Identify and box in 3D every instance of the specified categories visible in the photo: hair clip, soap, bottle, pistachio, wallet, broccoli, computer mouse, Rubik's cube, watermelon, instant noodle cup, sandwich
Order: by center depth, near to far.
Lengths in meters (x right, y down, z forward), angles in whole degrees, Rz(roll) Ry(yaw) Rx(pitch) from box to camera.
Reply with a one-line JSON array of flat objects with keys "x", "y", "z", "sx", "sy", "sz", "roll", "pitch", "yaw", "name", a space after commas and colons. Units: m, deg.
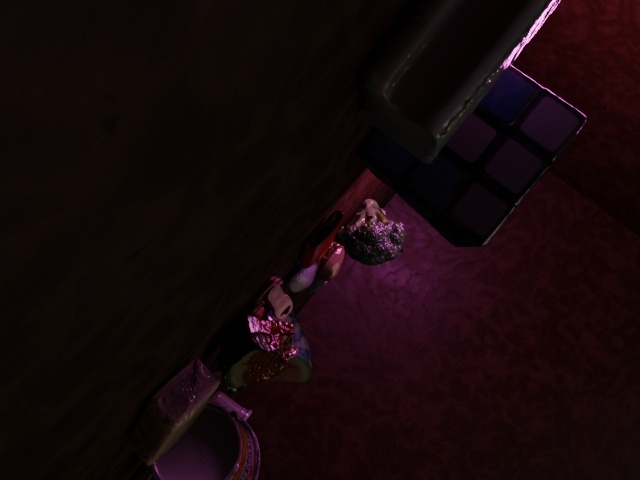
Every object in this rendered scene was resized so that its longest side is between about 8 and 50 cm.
[{"x": 0.253, "y": -0.344, "z": 0.761, "sx": 0.446, "sy": 0.156, "sz": 0.261, "roll": -52, "pitch": 173, "yaw": 2, "name": "soap"}, {"x": 0.335, "y": -0.211, "z": 1.175, "sx": 0.362, "sy": 0.363, "sz": 0.359, "roll": -48, "pitch": 170, "yaw": 5, "name": "Rubik's cube"}, {"x": -0.161, "y": 0.278, "z": 1.234, "sx": 0.212, "sy": 0.109, "sz": 0.292, "roll": -14, "pitch": 151, "yaw": -10, "name": "sandwich"}, {"x": -0.140, "y": 0.140, "z": 1.291, "sx": 0.123, "sy": 0.102, "sz": 0.138, "roll": -51, "pitch": 141, "yaw": -19, "name": "hair clip"}, {"x": 0.000, "y": 0.000, "z": 1.410, "sx": 0.142, "sy": 0.045, "sz": 0.204, "roll": -47, "pitch": 172, "yaw": -19, "name": "wallet"}, {"x": -0.347, "y": 0.622, "z": 1.420, "sx": 0.340, "sy": 0.339, "sz": 0.266, "roll": -48, "pitch": 162, "yaw": -27, "name": "instant noodle cup"}, {"x": -0.143, "y": 0.345, "z": 1.468, "sx": 0.293, "sy": 0.250, "sz": 0.283, "roll": -55, "pitch": 169, "yaw": -6, "name": "watermelon"}, {"x": -0.055, "y": 0.119, "z": 1.589, "sx": 0.113, "sy": 0.068, "sz": 0.229, "roll": -50, "pitch": 174, "yaw": 5, "name": "computer mouse"}, {"x": 0.031, "y": 0.075, "z": 1.772, "sx": 0.149, "sy": 0.113, "sz": 0.113, "roll": -53, "pitch": 174, "yaw": 1, "name": "pistachio"}, {"x": 0.182, "y": -0.031, "z": 1.879, "sx": 0.269, "sy": 0.269, "sz": 0.254, "roll": -47, "pitch": 177, "yaw": -36, "name": "broccoli"}, {"x": -0.028, "y": 0.175, "z": 2.089, "sx": 0.096, "sy": 0.080, "sz": 0.253, "roll": -13, "pitch": 179, "yaw": 7, "name": "bottle"}]

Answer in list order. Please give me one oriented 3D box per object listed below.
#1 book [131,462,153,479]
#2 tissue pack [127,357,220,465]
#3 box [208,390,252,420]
[{"x": -0.572, "y": 0.766, "z": 1.747, "sx": 0.371, "sy": 0.043, "sz": 0.260, "roll": -54, "pitch": 171, "yaw": 13, "name": "book"}, {"x": -0.314, "y": 0.366, "z": 1.048, "sx": 0.196, "sy": 0.092, "sz": 0.148, "roll": -56, "pitch": 171, "yaw": 34, "name": "tissue pack"}, {"x": -0.466, "y": 0.818, "z": 2.128, "sx": 0.312, "sy": 0.182, "sz": 0.175, "roll": -49, "pitch": 173, "yaw": -24, "name": "box"}]
